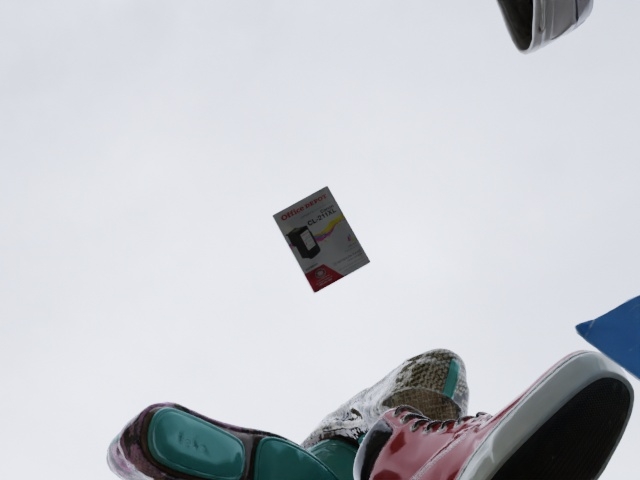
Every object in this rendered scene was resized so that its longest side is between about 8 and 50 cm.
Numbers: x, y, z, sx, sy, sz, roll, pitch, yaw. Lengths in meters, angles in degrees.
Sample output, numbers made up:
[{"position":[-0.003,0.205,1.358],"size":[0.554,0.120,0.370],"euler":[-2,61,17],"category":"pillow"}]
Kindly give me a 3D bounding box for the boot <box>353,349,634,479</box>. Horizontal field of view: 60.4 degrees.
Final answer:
[{"position":[0.119,0.157,0.456],"size":[0.244,0.088,0.176],"euler":[-52,-159,11],"category":"boot"}]

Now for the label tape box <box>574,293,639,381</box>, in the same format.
[{"position":[0.298,-0.035,0.183],"size":[0.348,0.115,0.249],"euler":[-32,-154,-3],"category":"label tape box"}]

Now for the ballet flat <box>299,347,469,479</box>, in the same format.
[{"position":[0.100,0.301,0.898],"size":[0.164,0.483,0.182],"euler":[32,-128,0],"category":"ballet flat"}]

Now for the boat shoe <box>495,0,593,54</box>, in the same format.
[{"position":[0.190,-0.318,0.552],"size":[0.088,0.267,0.096],"euler":[-37,-147,-7],"category":"boat shoe"}]

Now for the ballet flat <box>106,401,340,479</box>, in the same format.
[{"position":[-0.076,0.198,0.465],"size":[0.079,0.221,0.076],"euler":[-32,-141,34],"category":"ballet flat"}]

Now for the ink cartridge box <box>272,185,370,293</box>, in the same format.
[{"position":[0.000,0.000,1.084],"size":[0.127,0.072,0.175],"euler":[-29,-97,-3],"category":"ink cartridge box"}]
